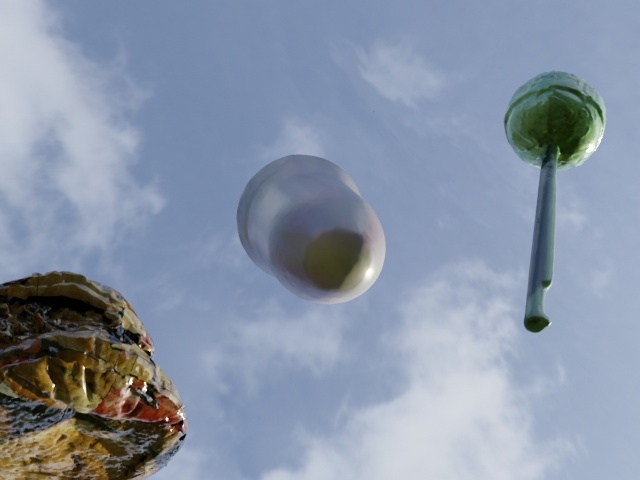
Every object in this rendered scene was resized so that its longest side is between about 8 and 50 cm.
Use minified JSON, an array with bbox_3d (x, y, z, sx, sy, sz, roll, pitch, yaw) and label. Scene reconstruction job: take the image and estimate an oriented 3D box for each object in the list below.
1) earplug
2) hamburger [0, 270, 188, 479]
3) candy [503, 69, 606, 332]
[{"bbox_3d":[0.000,0.000,1.009,0.172,0.301,0.172,-2,-78,-10],"label":"earplug"},{"bbox_3d":[-0.220,0.131,0.672,0.231,0.106,0.231,-13,-42,-12],"label":"hamburger"},{"bbox_3d":[0.241,-0.052,0.931,0.119,0.440,0.119,10,-51,12],"label":"candy"}]
